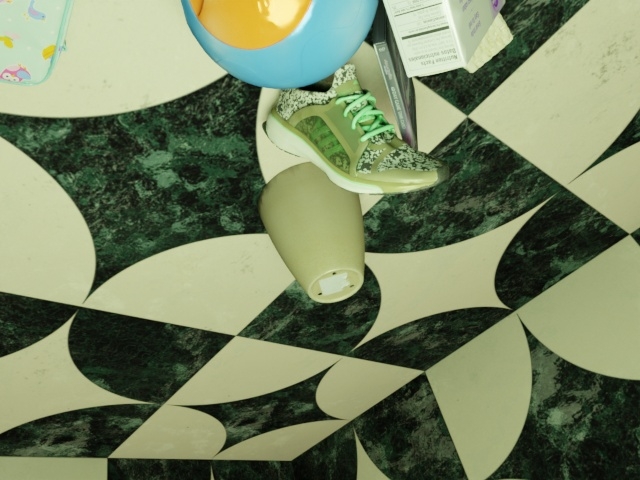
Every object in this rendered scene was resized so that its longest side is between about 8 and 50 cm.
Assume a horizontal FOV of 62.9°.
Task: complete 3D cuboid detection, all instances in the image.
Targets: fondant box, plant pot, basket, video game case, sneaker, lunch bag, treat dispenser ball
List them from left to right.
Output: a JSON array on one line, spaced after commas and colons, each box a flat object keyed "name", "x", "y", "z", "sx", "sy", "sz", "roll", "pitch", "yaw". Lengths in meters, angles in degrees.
[{"name": "lunch bag", "x": -0.467, "y": -0.359, "z": 0.739, "sx": 0.224, "sy": 0.108, "sz": 0.279, "roll": -2, "pitch": 144, "yaw": -43}, {"name": "treat dispenser ball", "x": -0.059, "y": -0.367, "z": 0.754, "sx": 0.288, "sy": 0.288, "sz": 0.288, "roll": -11, "pitch": 141, "yaw": -9}, {"name": "plant pot", "x": 0.000, "y": 0.000, "z": 1.232, "sx": 0.256, "sy": 0.274, "sz": 0.256, "roll": -10, "pitch": 141, "yaw": -8}, {"name": "sneaker", "x": 0.051, "y": -0.215, "z": 0.939, "sx": 0.158, "sy": 0.410, "sz": 0.182, "roll": -30, "pitch": 138, "yaw": -40}, {"name": "video game case", "x": 0.143, "y": -0.314, "z": 0.973, "sx": 0.026, "sy": 0.196, "sz": 0.274, "roll": -7, "pitch": 145, "yaw": 17}, {"name": "fondant box", "x": 0.151, "y": -0.433, "z": 0.717, "sx": 0.096, "sy": 0.238, "sz": 0.330, "roll": 1, "pitch": 131, "yaw": 35}, {"name": "basket", "x": 0.265, "y": -0.410, "z": 0.974, "sx": 0.113, "sy": 0.103, "sz": 0.167, "roll": -39, "pitch": 136, "yaw": 23}]
